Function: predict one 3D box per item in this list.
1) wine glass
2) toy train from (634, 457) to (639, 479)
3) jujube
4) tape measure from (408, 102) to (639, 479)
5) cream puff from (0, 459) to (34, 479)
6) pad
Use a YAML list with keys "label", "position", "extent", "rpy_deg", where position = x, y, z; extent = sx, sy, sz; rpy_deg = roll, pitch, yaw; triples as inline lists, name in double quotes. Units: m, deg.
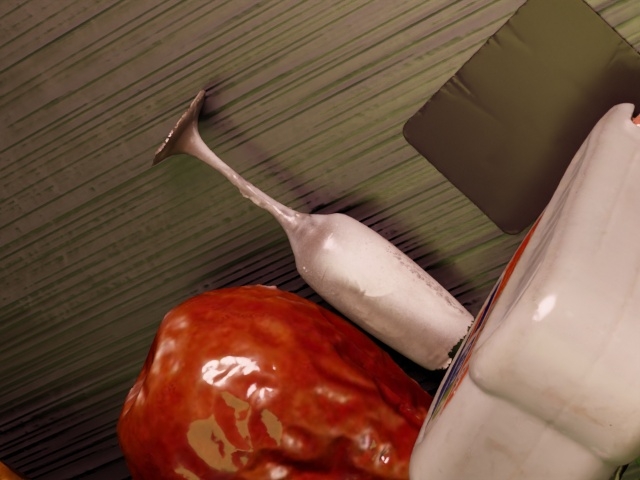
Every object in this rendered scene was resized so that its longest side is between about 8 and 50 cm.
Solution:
- label: "wine glass"
  position: [0.000, 0.000, 1.060]
  extent: [0.262, 0.074, 0.074]
  rpy_deg: [38, 119, -4]
- label: "toy train"
  position: [0.331, 0.112, 0.990]
  extent: [0.296, 0.100, 0.160]
  rpy_deg: [-30, 95, 28]
- label: "jujube"
  position: [-0.013, 0.141, 1.070]
  extent: [0.255, 0.190, 0.190]
  rpy_deg: [21, 118, 0]
- label: "tape measure"
  position: [0.165, 0.062, 0.945]
  extent: [0.125, 0.243, 0.246]
  rpy_deg: [30, 129, 5]
- label: "cream puff"
  position: [-0.231, 0.265, 1.160]
  extent: [0.241, 0.269, 0.155]
  rpy_deg: [44, 84, -17]
- label: "pad"
  position: [0.142, -0.086, 1.012]
  extent: [0.112, 0.003, 0.157]
  rpy_deg: [43, 119, -5]
